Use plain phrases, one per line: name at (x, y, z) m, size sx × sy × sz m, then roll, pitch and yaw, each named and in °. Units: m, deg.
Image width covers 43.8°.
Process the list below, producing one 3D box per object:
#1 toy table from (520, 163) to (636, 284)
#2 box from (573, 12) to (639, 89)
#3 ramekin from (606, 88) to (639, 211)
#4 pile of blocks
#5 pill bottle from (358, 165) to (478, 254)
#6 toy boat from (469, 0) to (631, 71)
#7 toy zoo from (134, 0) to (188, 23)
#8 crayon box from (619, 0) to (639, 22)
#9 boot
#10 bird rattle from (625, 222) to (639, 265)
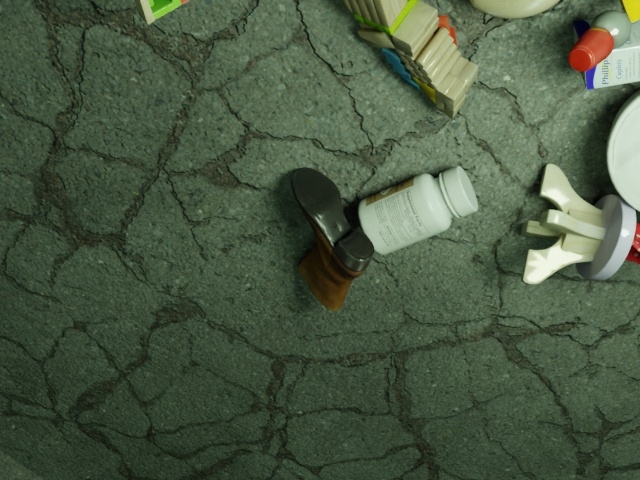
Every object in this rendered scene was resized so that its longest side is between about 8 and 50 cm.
toy table at (0.516, -0.021, 1.633) m, size 0.160 × 0.252 × 0.274 m, roll 13°, pitch 163°, yaw 3°
box at (0.531, -0.342, 1.420) m, size 0.137 × 0.126 × 0.072 m, roll -9°, pitch 131°, yaw 13°
ramekin at (0.672, -0.183, 1.502) m, size 0.272 × 0.127 × 0.273 m, roll 4°, pitch 114°, yaw 9°
pile of blocks at (0.170, -0.383, 1.457) m, size 0.113 × 0.149 × 0.362 m, roll -53°, pitch 128°, yaw -9°
pill bottle at (0.207, -0.067, 1.682) m, size 0.229 × 0.131 × 0.131 m, roll -23°, pitch 124°, yaw 23°
toy boat at (0.387, -0.430, 1.324) m, size 0.318 × 0.148 × 0.267 m, roll 51°, pitch 148°, yaw -5°
toy zoo at (-0.191, -0.502, 1.309) m, size 0.293 × 0.030 × 0.192 m, roll -35°, pitch 153°, yaw -17°
crayon box at (0.607, -0.565, 1.238) m, size 0.362 × 0.106 × 0.313 m, roll -22°, pitch 124°, yaw 23°
boot at (0.000, 0.000, 1.778) m, size 0.264 × 0.096 × 0.280 m, roll 47°, pitch 153°, yaw 10°
bird rattle at (0.724, -0.033, 1.581) m, size 0.206 × 0.253 × 0.143 m, roll 16°, pitch 133°, yaw 36°
